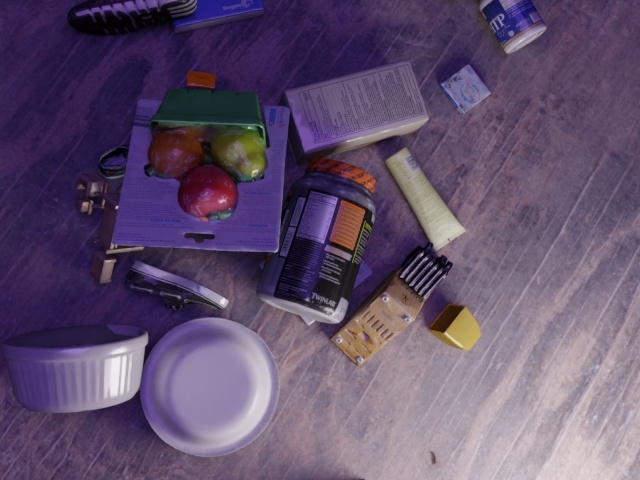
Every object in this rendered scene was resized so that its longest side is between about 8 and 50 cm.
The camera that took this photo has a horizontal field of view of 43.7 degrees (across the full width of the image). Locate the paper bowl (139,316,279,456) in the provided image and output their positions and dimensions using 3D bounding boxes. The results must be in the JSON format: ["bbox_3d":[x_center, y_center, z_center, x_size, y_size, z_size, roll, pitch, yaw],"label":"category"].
[{"bbox_3d":[-0.226,0.299,1.635,0.284,0.148,0.284,1,83,-10],"label":"paper bowl"}]

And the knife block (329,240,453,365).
[{"bbox_3d":[0.167,0.127,1.772,0.088,0.242,0.275,44,122,0],"label":"knife block"}]

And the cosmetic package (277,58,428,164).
[{"bbox_3d":[0.070,-0.285,1.784,0.296,0.129,0.153,-15,86,-12],"label":"cosmetic package"}]

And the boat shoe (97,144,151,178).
[{"bbox_3d":[-0.387,-0.181,1.710,0.183,0.083,0.065,-21,86,-12],"label":"boat shoe"}]

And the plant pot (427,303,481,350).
[{"bbox_3d":[0.308,0.200,1.779,0.083,0.081,0.081,43,77,-14],"label":"plant pot"}]

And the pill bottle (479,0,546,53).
[{"bbox_3d":[0.444,-0.552,1.898,0.112,0.112,0.186,-30,87,-13],"label":"pill bottle"}]

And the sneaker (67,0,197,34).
[{"bbox_3d":[-0.418,-0.553,1.746,0.282,0.106,0.162,-11,80,-4],"label":"sneaker"}]

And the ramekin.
[{"bbox_3d":[-0.470,0.246,1.547,0.273,0.273,0.127,-3,93,-10],"label":"ramekin"}]

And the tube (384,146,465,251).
[{"bbox_3d":[0.233,-0.097,1.824,0.070,0.062,0.240,-32,93,28],"label":"tube"}]

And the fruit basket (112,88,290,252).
[{"bbox_3d":[-0.233,-0.134,1.624,0.327,0.165,0.353,2,68,1],"label":"fruit basket"}]

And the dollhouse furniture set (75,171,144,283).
[{"bbox_3d":[-0.450,-0.031,1.700,0.101,0.161,0.181,-7,123,-46],"label":"dollhouse furniture set"}]

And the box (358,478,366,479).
[{"bbox_3d":[0.043,0.599,1.663,0.158,0.093,0.155,-11,84,-10],"label":"box"}]

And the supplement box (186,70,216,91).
[{"bbox_3d":[-0.262,-0.333,1.747,0.062,0.098,0.036,5,77,-8],"label":"supplement box"}]

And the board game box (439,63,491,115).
[{"bbox_3d":[0.344,-0.359,1.898,0.090,0.020,0.090,-37,89,-13],"label":"board game box"}]

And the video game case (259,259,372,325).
[{"bbox_3d":[-0.009,0.063,1.772,0.190,0.022,0.173,-39,90,-12],"label":"video game case"}]

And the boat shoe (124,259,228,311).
[{"bbox_3d":[-0.305,0.112,1.688,0.219,0.078,0.070,21,81,0],"label":"boat shoe"}]

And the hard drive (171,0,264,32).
[{"bbox_3d":[-0.273,-0.649,1.823,0.210,0.040,0.318,-15,84,-12],"label":"hard drive"}]

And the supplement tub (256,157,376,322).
[{"bbox_3d":[0.000,0.000,1.672,0.194,0.193,0.316,20,79,-6],"label":"supplement tub"}]
